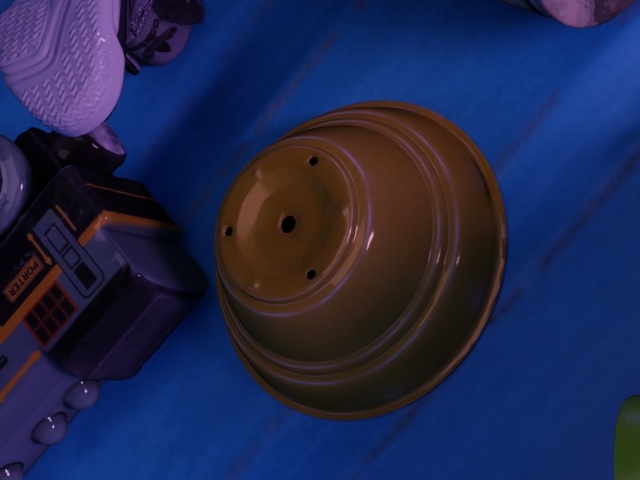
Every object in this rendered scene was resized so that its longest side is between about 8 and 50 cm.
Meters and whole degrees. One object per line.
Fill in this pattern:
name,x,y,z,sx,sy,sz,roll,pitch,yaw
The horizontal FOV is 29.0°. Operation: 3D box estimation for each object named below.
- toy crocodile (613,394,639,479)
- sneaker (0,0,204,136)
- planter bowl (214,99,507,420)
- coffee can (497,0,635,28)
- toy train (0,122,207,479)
toy crocodile,0.197,0.236,0.583,0.115,0.105,0.341,-18,71,19
sneaker,-0.146,-0.156,0.876,0.101,0.153,0.269,-34,48,19
planter bowl,0.000,0.000,0.780,0.217,0.090,0.217,-10,71,30
coffee can,0.068,-0.260,0.748,0.275,0.201,0.202,27,91,35
toy train,-0.235,0.068,0.888,0.334,0.142,0.190,-48,66,12
